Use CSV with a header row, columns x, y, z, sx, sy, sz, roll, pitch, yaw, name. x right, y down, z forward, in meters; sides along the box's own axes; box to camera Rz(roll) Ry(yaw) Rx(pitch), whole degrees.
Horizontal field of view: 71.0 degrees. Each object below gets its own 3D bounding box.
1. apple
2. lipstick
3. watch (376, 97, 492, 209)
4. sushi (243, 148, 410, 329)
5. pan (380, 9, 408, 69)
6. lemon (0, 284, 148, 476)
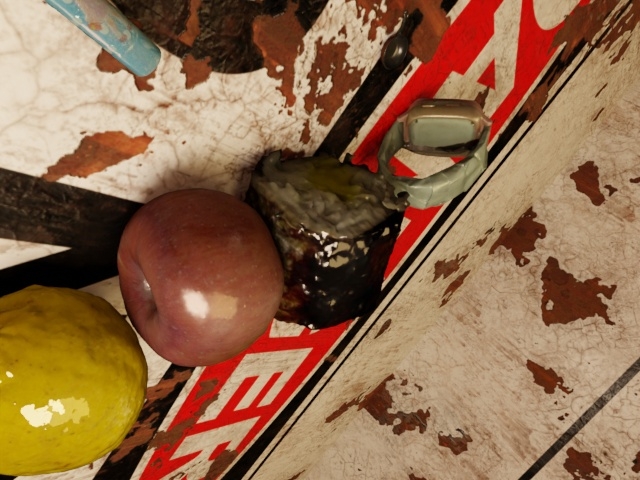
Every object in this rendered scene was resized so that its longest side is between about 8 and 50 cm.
x,y,z,sx,sy,sz,roll,pitch,yaw,name
-0.190,0.062,0.748,0.234,0.305,0.306,-18,139,-39,apple
-0.258,-0.257,0.519,0.048,0.048,0.158,-48,150,4,lipstick
0.257,-0.193,1.040,0.162,0.253,0.241,70,29,-56,watch
0.000,-0.001,0.902,0.281,0.299,0.294,-37,150,-47,sushi
0.148,-0.397,0.884,0.068,0.023,0.115,-26,147,-31,pan
-0.399,0.217,0.686,0.285,0.285,0.316,-38,125,-14,lemon
